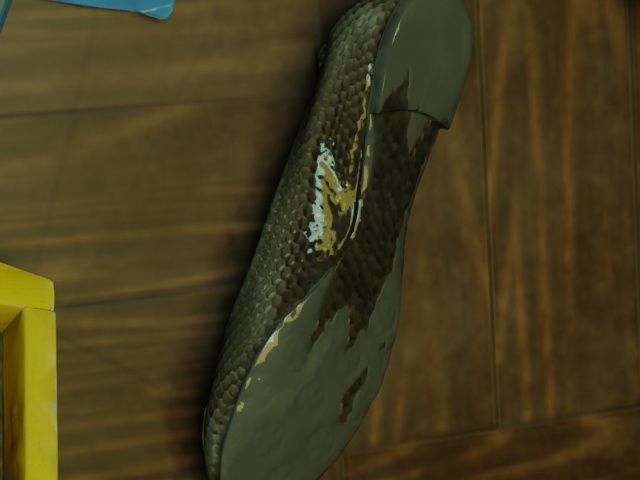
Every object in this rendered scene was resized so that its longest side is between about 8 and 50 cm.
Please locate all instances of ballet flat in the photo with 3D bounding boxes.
[{"bbox_3d":[0.000,0.000,0.874,0.084,0.058,0.249,14,95,-46],"label":"ballet flat"}]

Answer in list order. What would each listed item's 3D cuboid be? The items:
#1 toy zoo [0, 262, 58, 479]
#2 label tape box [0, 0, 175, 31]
[{"bbox_3d":[-0.190,0.097,0.725,0.192,0.030,0.293,10,60,-26],"label":"toy zoo"},{"bbox_3d":[-0.174,-0.116,0.665,0.348,0.249,0.115,-1,61,-23],"label":"label tape box"}]
